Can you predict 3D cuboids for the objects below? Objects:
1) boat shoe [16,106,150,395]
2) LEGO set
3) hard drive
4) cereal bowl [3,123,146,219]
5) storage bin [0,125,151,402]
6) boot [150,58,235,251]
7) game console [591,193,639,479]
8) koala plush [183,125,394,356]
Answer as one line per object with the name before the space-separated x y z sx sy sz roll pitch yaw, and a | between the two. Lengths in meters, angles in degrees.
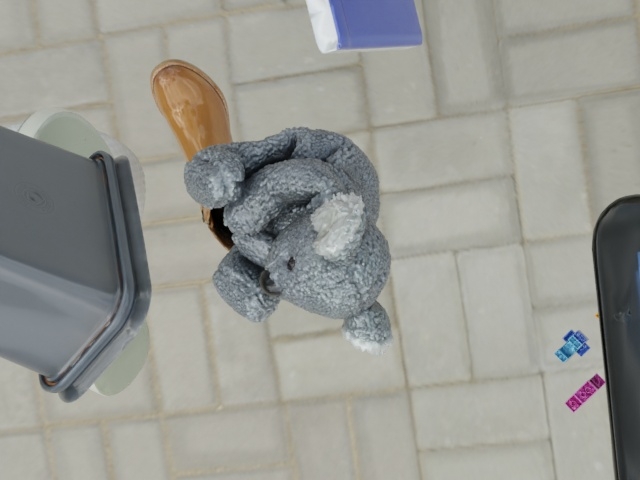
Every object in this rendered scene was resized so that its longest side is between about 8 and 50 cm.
boat shoe | -0.178 0.009 0.729 0.081 0.079 0.227 20 134 29
LEGO set | 0.416 0.131 1.545 0.087 0.093 0.227 46 104 16
hard drive | 0.056 -0.381 1.582 0.040 0.319 0.210 -12 95 27
cereal bowl | -0.462 -0.043 1.840 0.339 0.339 0.141 -16 58 10
storage bin | -0.155 0.005 0.552 0.091 0.135 0.098 26 120 -34
boot | -0.187 -0.132 1.733 0.109 0.220 0.283 -17 126 3
game console | 0.269 0.096 0.428 0.173 0.250 0.293 10 69 -32
koala plush | 0.000 0.000 1.082 0.203 0.221 0.196 -22 122 -13
